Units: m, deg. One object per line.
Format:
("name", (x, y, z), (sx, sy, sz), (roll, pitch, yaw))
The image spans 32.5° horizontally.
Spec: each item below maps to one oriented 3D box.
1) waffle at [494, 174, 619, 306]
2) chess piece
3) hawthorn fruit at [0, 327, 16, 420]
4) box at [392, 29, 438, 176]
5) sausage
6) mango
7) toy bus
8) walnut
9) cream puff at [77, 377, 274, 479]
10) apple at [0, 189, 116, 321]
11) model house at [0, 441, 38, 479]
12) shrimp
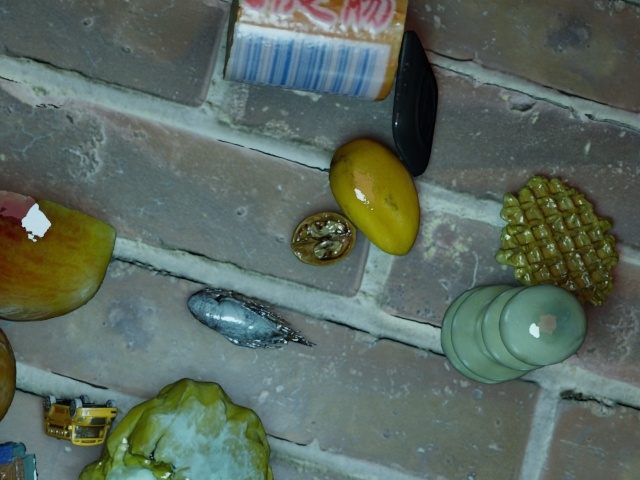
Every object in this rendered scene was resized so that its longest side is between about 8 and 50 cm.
("waffle", (0.420, -0.001, 1.945), (0.243, 0.059, 0.237), (30, 61, -7))
("chess piece", (0.323, 0.143, 1.790), (0.182, 0.330, 0.182), (1, 81, -9))
("hawthorn fruit", (-0.608, 0.201, 1.651), (0.277, 0.298, 0.277), (-1, 60, 2))
("box", (0.164, -0.234, 1.904), (0.042, 0.201, 0.212), (3, 71, 19))
("sausage", (-0.013, -0.365, 1.881), (0.287, 0.233, 0.233), (7, 79, -6))
("mango", (0.099, -0.074, 1.907), (0.145, 0.112, 0.219), (-31, 94, -33))
("toy bus", (-0.382, 0.283, 1.740), (0.070, 0.162, 0.074), (6, 83, -34))
("walnut", (0.000, 0.000, 1.907), (0.121, 0.052, 0.091), (-13, 89, -18))
("cream puff", (-0.218, 0.380, 1.732), (0.274, 0.270, 0.323), (-18, 93, -42))
("apple", (-0.512, 0.010, 1.778), (0.346, 0.179, 0.254), (10, 115, -7))
("model house", (-0.508, 0.385, 1.713), (0.120, 0.148, 0.148), (-6, 79, -9))
("shrimp", (-0.116, 0.143, 1.857), (0.233, 0.079, 0.090), (21, 113, -7))
